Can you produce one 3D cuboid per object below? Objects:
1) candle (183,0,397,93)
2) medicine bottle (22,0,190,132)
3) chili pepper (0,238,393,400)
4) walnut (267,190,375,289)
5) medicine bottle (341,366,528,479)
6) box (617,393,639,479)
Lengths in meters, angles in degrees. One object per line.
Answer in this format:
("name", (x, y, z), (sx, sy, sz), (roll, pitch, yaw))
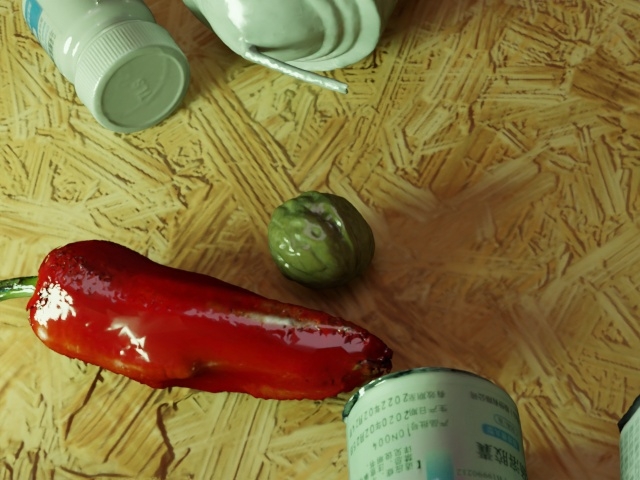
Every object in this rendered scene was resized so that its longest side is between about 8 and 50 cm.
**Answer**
("candle", (-0.013, -0.288, 1.639), (0.221, 0.221, 0.342), (12, 58, 22))
("medicine bottle", (-0.202, -0.188, 1.681), (0.105, 0.105, 0.168), (-31, 52, -11))
("chili pepper", (-0.121, 0.067, 1.465), (0.387, 0.110, 0.110), (13, 57, 21))
("walnut", (0.000, 0.000, 1.504), (0.092, 0.092, 0.092), (-7, 52, 9))
("medicine bottle", (0.085, 0.194, 1.299), (0.135, 0.135, 0.168), (-7, 52, 8))
("box", (0.293, 0.272, 1.178), (0.190, 0.112, 0.370), (14, 52, -9))
